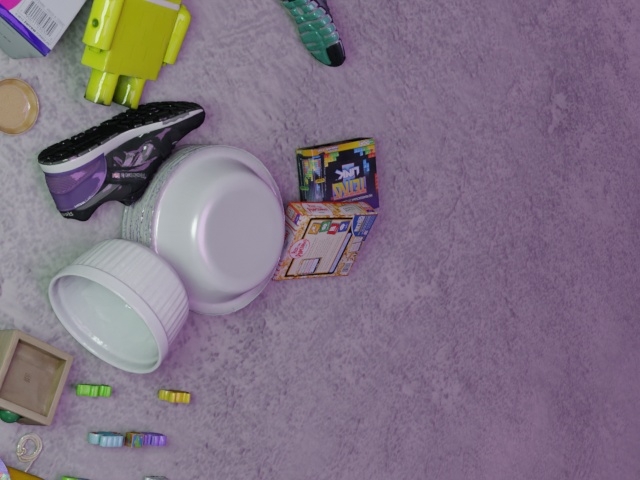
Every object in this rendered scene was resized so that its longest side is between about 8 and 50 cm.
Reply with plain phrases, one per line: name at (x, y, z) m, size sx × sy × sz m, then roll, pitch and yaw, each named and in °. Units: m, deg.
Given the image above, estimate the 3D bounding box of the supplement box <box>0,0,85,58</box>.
supplement box at (-0.397, -0.379, 1.498) m, size 0.111 × 0.114 × 0.220 m, roll 45°, pitch 66°, yaw -37°

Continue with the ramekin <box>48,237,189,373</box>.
ramekin at (-0.297, 0.093, 1.591) m, size 0.109 × 0.207 × 0.207 m, roll -53°, pitch 127°, yaw -38°

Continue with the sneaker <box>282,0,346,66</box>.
sneaker at (-0.003, -0.423, 1.895) m, size 0.098 × 0.083 × 0.223 m, roll -55°, pitch 127°, yaw -31°

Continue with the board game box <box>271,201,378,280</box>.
board game box at (0.000, 0.000, 1.923) m, size 0.194 × 0.045 × 0.146 m, roll -1°, pitch 126°, yaw -44°

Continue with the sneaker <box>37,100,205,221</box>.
sneaker at (-0.299, -0.126, 1.641) m, size 0.283 × 0.107 × 0.124 m, roll -29°, pitch 121°, yaw -29°

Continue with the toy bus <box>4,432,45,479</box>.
toy bus at (-0.447, 0.419, 1.544) m, size 0.191 × 0.104 × 0.202 m, roll -26°, pitch 113°, yaw -39°

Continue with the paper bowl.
paper bowl at (-0.173, -0.017, 1.731) m, size 0.284 × 0.148 × 0.284 m, roll -6°, pitch 98°, yaw -42°

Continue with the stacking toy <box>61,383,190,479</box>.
stacking toy at (-0.315, 0.320, 1.703) m, size 0.221 × 0.052 × 0.166 m, roll 12°, pitch 85°, yaw -42°

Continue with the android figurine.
android figurine at (-0.275, -0.333, 1.586) m, size 0.272 × 0.056 × 0.248 m, roll -69°, pitch 163°, yaw 9°

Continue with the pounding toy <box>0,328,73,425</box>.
pounding toy at (-0.460, 0.212, 1.529) m, size 0.130 × 0.100 × 0.141 m, roll 35°, pitch 60°, yaw -41°

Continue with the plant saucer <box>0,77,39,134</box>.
plant saucer at (-0.452, -0.196, 1.531) m, size 0.083 × 0.015 × 0.083 m, roll -7°, pitch 100°, yaw -44°

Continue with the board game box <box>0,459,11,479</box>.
board game box at (-0.517, 0.363, 1.465) m, size 0.169 × 0.033 × 0.133 m, roll -32°, pitch 91°, yaw -18°

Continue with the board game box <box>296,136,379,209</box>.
board game box at (0.035, -0.116, 1.986) m, size 0.170 × 0.048 × 0.141 m, roll -16°, pitch 104°, yaw -42°
